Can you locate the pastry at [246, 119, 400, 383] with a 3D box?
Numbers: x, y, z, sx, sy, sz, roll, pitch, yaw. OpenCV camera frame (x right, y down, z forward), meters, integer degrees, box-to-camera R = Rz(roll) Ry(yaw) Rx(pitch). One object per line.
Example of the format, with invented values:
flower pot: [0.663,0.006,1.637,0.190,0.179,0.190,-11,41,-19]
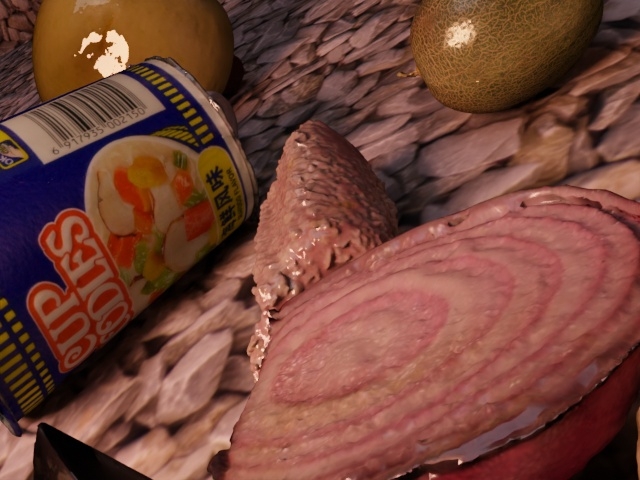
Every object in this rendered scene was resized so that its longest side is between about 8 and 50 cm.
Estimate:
pastry: [0.005,-0.008,0.709,0.265,0.102,0.112,-87,18,-51]

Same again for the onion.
onion: [0.079,0.078,0.481,0.247,0.111,0.250,-24,17,18]

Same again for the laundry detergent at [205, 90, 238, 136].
laundry detergent: [-0.262,-0.112,1.143,0.335,0.159,0.088,-13,4,25]

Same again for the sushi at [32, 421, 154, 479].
sushi: [-0.078,0.217,0.439,0.109,0.134,0.273,-51,44,-6]

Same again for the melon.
melon: [0.158,-0.188,0.810,0.192,0.139,0.139,-26,27,13]

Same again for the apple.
apple: [-0.287,-0.262,1.268,0.295,0.233,0.258,33,102,52]

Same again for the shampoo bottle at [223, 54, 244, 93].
shampoo bottle: [-0.200,-0.263,1.408,0.067,0.068,0.236,-44,28,-18]

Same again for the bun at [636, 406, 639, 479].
bun: [0.235,0.047,0.321,0.243,0.153,0.244,-24,32,16]

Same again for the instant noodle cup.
instant noodle cup: [-0.238,-0.020,0.854,0.312,0.284,0.284,-36,25,-24]
